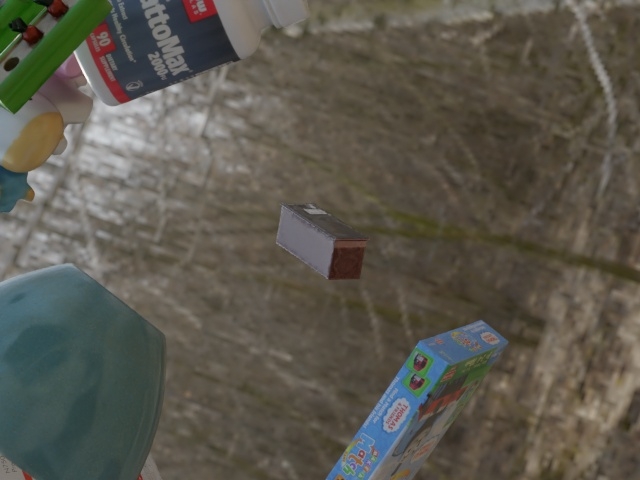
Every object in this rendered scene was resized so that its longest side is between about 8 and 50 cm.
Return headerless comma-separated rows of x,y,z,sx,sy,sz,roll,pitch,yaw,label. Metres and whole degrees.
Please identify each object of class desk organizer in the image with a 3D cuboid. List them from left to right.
0.000,0.000,1.708,0.130,0.047,0.050,34,119,54,desk organizer

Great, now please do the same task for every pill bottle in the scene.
-0.106,-0.186,1.184,0.108,0.180,0.108,-20,-90,-85,pill bottle

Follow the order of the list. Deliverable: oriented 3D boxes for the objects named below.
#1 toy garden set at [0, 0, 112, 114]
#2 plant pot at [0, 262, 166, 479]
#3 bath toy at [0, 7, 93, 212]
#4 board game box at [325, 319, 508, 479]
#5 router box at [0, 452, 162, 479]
-0.240,-0.223,1.139,0.204,0.244,0.049,-49,-43,-11,toy garden set
-0.284,0.140,1.631,0.195,0.290,0.290,-53,-7,-7,plant pot
-0.235,-0.180,1.340,0.348,0.129,0.151,-50,33,20,bath toy
0.071,0.171,1.298,0.211,0.039,0.160,-57,-18,17,board game box
-0.393,0.295,2.148,0.082,0.335,0.301,-40,-24,31,router box
